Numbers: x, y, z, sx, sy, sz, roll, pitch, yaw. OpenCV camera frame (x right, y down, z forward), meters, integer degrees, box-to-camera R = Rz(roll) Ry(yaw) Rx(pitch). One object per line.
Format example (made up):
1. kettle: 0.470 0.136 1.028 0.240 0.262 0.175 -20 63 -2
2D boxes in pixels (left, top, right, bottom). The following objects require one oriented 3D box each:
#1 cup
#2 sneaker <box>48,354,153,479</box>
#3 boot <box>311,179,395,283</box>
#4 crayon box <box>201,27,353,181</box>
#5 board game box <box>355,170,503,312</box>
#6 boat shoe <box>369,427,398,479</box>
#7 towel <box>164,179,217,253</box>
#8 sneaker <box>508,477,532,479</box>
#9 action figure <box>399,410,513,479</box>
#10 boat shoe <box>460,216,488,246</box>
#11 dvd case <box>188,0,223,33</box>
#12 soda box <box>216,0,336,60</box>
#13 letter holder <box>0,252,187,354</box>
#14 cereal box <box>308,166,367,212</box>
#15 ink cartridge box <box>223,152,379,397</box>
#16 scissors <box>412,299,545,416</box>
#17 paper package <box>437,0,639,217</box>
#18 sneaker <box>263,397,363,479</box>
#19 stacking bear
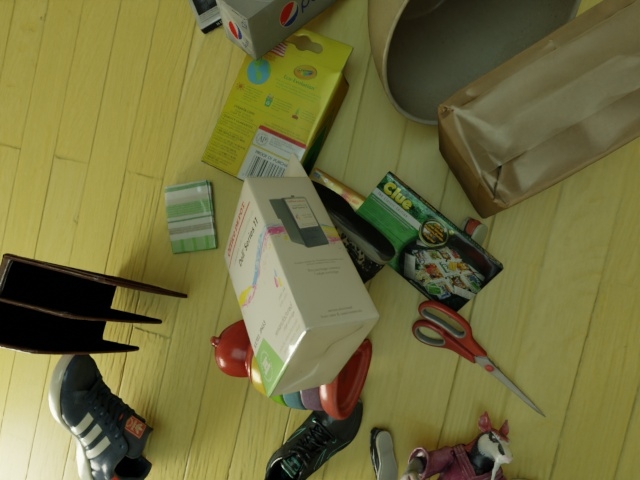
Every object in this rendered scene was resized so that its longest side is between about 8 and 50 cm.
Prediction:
1. cup: 0.208 -0.397 0.764 0.331 0.331 0.236 -31 57 12
2. sneaker: -0.433 0.370 0.958 0.148 0.131 0.349 1 118 8
3. boot: 0.002 0.013 0.845 0.236 0.085 0.178 43 120 22
4. crayon box: -0.079 -0.258 0.927 0.202 0.081 0.318 27 97 12
5. board game box: 0.181 0.008 0.836 0.260 0.030 0.136 41 118 4
6. boat shoe: 0.118 0.427 0.898 0.046 0.038 0.125 -11 93 -28
7. towel: -0.282 -0.051 1.009 0.113 0.023 0.151 -7 90 16
8. sneaker: 0.423 0.557 0.720 0.130 0.236 0.322 -44 81 10
9. action figure: 0.249 0.483 0.805 0.248 0.275 0.370 27 73 19
10. boat shoe: 0.263 0.023 0.862 0.043 0.049 0.136 41 117 47
11. dvd case: -0.220 -0.591 0.990 0.180 0.029 0.238 -24 85 12
12. soda box: -0.051 -0.467 0.855 0.286 0.098 0.091 -43 71 -14
13. letter holder: -0.417 0.140 0.883 0.215 0.302 0.151 10 80 13
14. cereal box: 0.000 0.000 0.922 0.173 0.047 0.240 32 96 9
15. ink cartridge box: -0.062 0.039 0.749 0.353 0.119 0.207 64 145 34
16. scissors: 0.298 0.214 0.837 0.297 0.021 0.108 33 132 12
17. paper package: 0.347 -0.178 0.698 0.310 0.325 0.168 -31 82 12
18. sneaker: -0.015 0.404 0.897 0.101 0.106 0.267 40 97 12
19. stacking bear: -0.072 0.226 0.887 0.289 0.175 0.164 7 65 25
